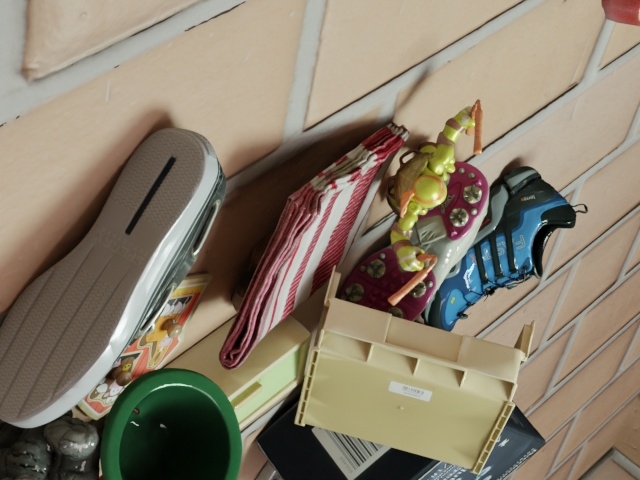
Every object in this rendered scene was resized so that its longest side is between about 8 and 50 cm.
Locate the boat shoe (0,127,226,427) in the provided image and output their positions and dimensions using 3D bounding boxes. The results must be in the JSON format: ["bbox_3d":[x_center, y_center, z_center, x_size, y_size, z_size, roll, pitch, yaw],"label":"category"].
[{"bbox_3d":[-0.193,0.049,1.480,0.335,0.121,0.119,-53,153,-3],"label":"boat shoe"}]

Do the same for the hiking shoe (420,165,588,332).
[{"bbox_3d":[0.270,0.036,2.310,0.304,0.132,0.113,-57,157,15],"label":"hiking shoe"}]

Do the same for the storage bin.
[{"bbox_3d":[0.115,0.167,1.935,0.260,0.262,0.123,102,4,-57],"label":"storage bin"}]

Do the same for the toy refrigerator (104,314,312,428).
[{"bbox_3d":[-0.133,0.191,1.838,0.269,0.094,0.102,-35,152,-34],"label":"toy refrigerator"}]

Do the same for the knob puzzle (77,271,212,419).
[{"bbox_3d":[-0.208,0.129,1.690,0.213,0.030,0.213,-41,156,-24],"label":"knob puzzle"}]

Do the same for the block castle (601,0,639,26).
[{"bbox_3d":[0.498,-0.497,1.871,0.453,0.213,0.303,-52,146,-16],"label":"block castle"}]

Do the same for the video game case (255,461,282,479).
[{"bbox_3d":[-0.092,0.428,2.358,0.201,0.023,0.183,-56,157,8],"label":"video game case"}]

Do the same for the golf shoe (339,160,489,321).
[{"bbox_3d":[0.139,0.035,2.101,0.306,0.115,0.140,-51,161,1],"label":"golf shoe"}]

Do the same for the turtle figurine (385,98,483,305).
[{"bbox_3d":[0.122,-0.058,1.884,0.217,0.087,0.269,-98,-152,-85],"label":"turtle figurine"}]

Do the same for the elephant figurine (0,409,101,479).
[{"bbox_3d":[-0.337,0.260,1.480,0.239,0.186,0.169,-34,158,-45],"label":"elephant figurine"}]

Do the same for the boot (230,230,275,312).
[{"bbox_3d":[-0.065,0.039,1.821,0.118,0.042,0.087,-45,163,-14],"label":"boot"}]

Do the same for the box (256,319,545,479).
[{"bbox_3d":[0.133,0.307,2.292,0.293,0.212,0.395,-42,158,8],"label":"box"}]

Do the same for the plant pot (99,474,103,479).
[{"bbox_3d":[-0.152,0.381,1.663,0.275,0.243,0.275,-31,141,-29],"label":"plant pot"}]

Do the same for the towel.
[{"bbox_3d":[0.000,0.000,1.786,0.329,0.037,0.237,-41,159,-59],"label":"towel"}]

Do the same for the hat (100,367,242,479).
[{"bbox_3d":[-0.200,0.224,1.623,0.208,0.183,0.173,6,82,-43],"label":"hat"}]
